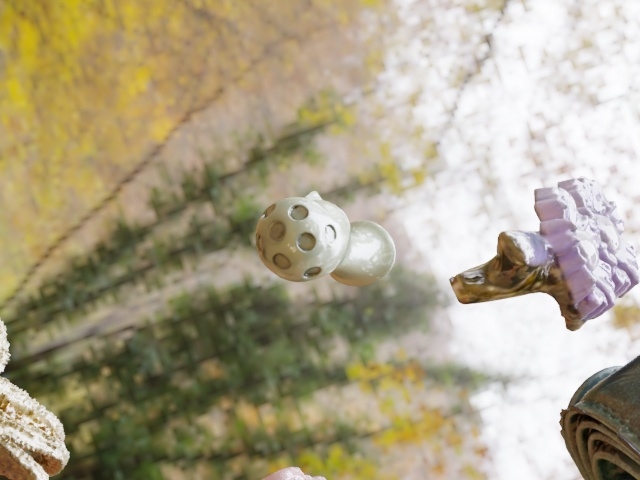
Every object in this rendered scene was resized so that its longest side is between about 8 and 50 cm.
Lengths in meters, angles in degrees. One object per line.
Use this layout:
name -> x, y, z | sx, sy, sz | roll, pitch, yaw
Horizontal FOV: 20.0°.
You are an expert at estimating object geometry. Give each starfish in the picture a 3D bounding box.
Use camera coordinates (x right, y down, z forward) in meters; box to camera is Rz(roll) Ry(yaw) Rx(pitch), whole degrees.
starfish -> -0.347, 0.143, 1.660 | 0.312, 0.113, 0.303 | 54, 21, 14

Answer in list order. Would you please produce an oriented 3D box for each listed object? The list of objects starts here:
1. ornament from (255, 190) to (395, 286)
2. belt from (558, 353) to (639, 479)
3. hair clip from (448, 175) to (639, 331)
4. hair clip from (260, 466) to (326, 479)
ornament -> 0.000, 0.000, 1.555 | 0.156, 0.075, 0.081 | 15, 77, -60
belt -> 0.245, 0.158, 1.063 | 0.267, 0.116, 0.206 | 48, -12, 39
hair clip -> 0.177, 0.011, 1.319 | 0.106, 0.084, 0.292 | 66, 25, 5
hair clip -> -0.063, 0.232, 1.438 | 0.123, 0.138, 0.102 | 25, 67, -64
